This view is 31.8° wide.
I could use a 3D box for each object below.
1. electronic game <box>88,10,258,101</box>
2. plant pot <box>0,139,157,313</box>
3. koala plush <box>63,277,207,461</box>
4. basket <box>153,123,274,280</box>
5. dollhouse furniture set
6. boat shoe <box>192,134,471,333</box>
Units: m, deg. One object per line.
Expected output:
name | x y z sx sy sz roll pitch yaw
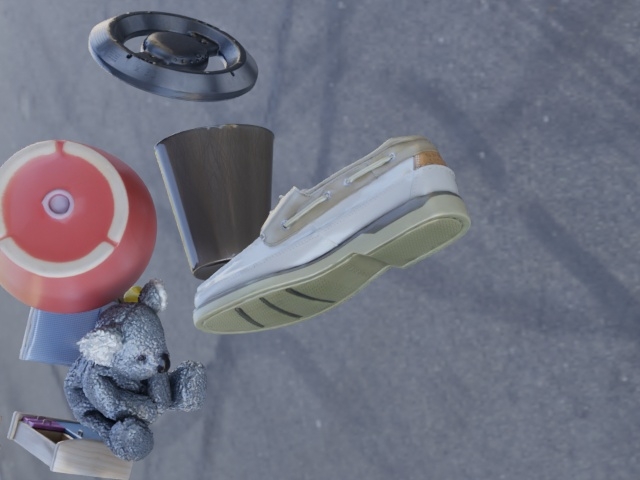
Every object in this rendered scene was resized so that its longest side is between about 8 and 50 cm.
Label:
electronic game | -0.196 -0.248 1.507 0.229 0.229 0.048 52 135 43
plant pot | -0.379 -0.032 1.662 0.243 0.275 0.275 139 124 -79
koala plush | -0.295 0.178 1.706 0.203 0.196 0.221 29 135 21
basket | -0.160 -0.058 1.857 0.154 0.204 0.226 104 158 -72
dollhouse furniture set | -0.417 0.203 1.825 0.198 0.286 0.303 10 85 53
boat shoe | 0.000 0.000 1.115 0.302 0.113 0.103 -25 64 18
